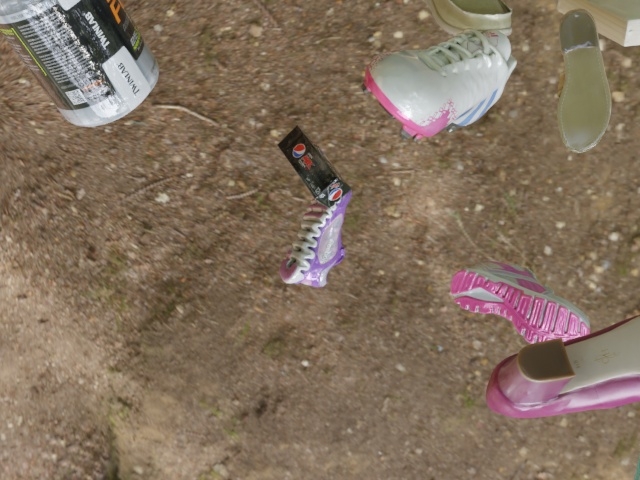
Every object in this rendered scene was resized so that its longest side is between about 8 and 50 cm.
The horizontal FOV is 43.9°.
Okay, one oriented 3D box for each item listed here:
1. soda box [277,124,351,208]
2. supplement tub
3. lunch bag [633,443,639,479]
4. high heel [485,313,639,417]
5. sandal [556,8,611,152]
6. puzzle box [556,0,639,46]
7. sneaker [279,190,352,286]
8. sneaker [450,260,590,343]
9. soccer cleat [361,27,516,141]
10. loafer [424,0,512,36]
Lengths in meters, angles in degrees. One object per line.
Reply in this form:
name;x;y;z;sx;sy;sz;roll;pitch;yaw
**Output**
soda box;-0.013;-0.138;1.478;0.060;0.169;0.053;-43;142;11
supplement tub;-0.417;-0.359;1.299;0.193;0.193;0.316;-40;135;-13
lunch bag;0.610;0.470;1.251;0.223;0.160;0.262;11;87;-17
high heel;0.437;0.194;1.184;0.377;0.181;0.127;0;62;-6
sandal;0.446;-0.276;1.348;0.088;0.079;0.240;-2;114;21
puzzle box;0.718;-0.464;1.571;0.408;0.272;0.052;-8;121;-9
sneaker;0.011;-0.004;1.642;0.104;0.095;0.236;28;87;-25
sneaker;0.369;0.100;1.429;0.111;0.252;0.103;-41;153;-49
soccer cleat;0.153;-0.204;0.952;0.143;0.331;0.116;-44;82;22
loafer;0.226;-0.414;1.301;0.101;0.268;0.092;-13;133;-20
